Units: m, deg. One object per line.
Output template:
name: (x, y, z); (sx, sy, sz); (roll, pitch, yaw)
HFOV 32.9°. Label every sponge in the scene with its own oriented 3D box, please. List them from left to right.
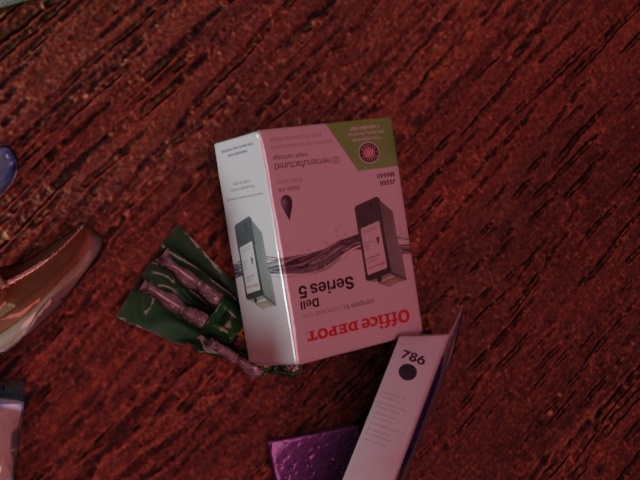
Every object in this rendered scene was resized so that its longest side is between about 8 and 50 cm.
sponge: (0.006, 0.345, 1.378); (0.117, 0.031, 0.210); (-10, 92, -15)

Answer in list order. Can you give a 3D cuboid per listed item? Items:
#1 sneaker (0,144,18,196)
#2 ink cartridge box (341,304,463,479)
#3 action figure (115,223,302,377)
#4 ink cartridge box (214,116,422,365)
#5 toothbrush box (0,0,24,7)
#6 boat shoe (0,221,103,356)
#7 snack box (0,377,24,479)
sneaker: (-0.420, -0.057, 1.245); (0.162, 0.073, 0.063); (-33, 97, -13)
ink cartridge box: (0.085, 0.239, 1.299); (0.065, 0.165, 0.333); (19, 58, 13)
action figure: (-0.116, 0.099, 1.335); (0.232, 0.063, 0.137); (36, 78, -16)
ink cartridge box: (0.000, 0.000, 1.310); (0.198, 0.115, 0.273); (-10, 92, -35)
toothbrush box: (-0.262, -0.371, 1.223); (0.283, 0.206, 0.122); (-18, 93, -14)
boat shoe: (-0.390, 0.081, 1.230); (0.324, 0.123, 0.116); (-42, 98, -13)
snack box: (-0.377, 0.322, 1.194); (0.060, 0.187, 0.322); (9, 88, -15)
